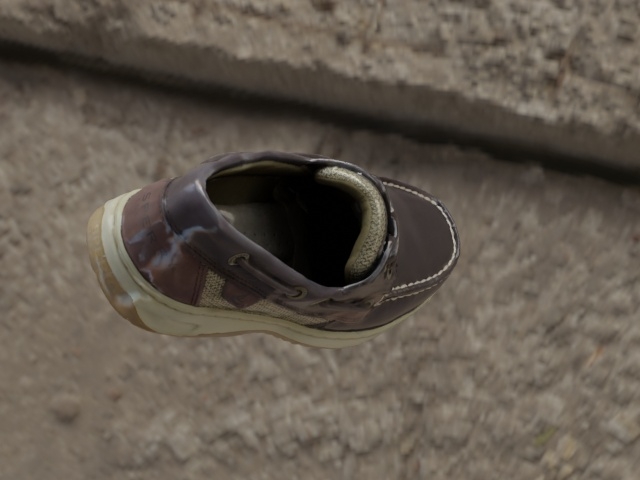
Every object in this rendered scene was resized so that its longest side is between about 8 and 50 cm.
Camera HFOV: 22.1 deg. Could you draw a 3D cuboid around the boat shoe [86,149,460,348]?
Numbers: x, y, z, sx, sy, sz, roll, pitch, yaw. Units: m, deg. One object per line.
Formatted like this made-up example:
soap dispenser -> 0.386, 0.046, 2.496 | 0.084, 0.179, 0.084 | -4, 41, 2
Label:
boat shoe -> 0.000, 0.000, 0.917 | 0.092, 0.285, 0.102 | -27, 71, 37
